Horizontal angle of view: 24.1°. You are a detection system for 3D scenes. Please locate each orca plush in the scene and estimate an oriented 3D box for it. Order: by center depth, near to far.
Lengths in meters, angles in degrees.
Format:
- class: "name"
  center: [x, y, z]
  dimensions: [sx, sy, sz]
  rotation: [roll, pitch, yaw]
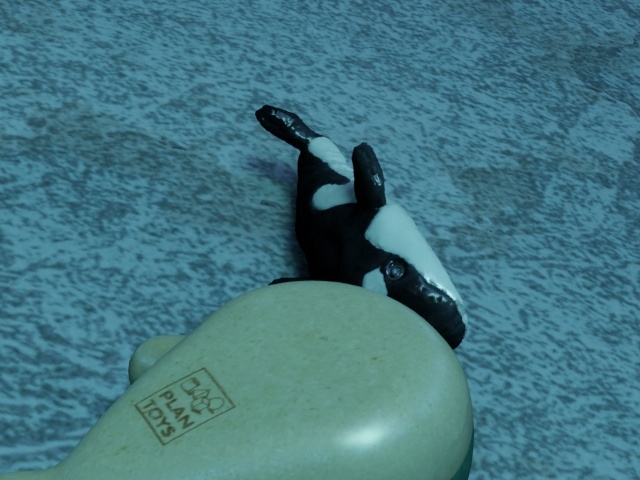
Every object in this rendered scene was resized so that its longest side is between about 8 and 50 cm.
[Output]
- class: "orca plush"
  center: [0.000, 0.000, 1.031]
  dimensions: [0.102, 0.151, 0.287]
  rotation: [-23, 47, -7]

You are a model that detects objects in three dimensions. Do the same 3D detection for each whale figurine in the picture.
- class: "whale figurine"
  center: [-0.047, 0.133, 0.798]
  dimensions: [0.272, 0.141, 0.216]
  rotation: [-24, 38, -20]
